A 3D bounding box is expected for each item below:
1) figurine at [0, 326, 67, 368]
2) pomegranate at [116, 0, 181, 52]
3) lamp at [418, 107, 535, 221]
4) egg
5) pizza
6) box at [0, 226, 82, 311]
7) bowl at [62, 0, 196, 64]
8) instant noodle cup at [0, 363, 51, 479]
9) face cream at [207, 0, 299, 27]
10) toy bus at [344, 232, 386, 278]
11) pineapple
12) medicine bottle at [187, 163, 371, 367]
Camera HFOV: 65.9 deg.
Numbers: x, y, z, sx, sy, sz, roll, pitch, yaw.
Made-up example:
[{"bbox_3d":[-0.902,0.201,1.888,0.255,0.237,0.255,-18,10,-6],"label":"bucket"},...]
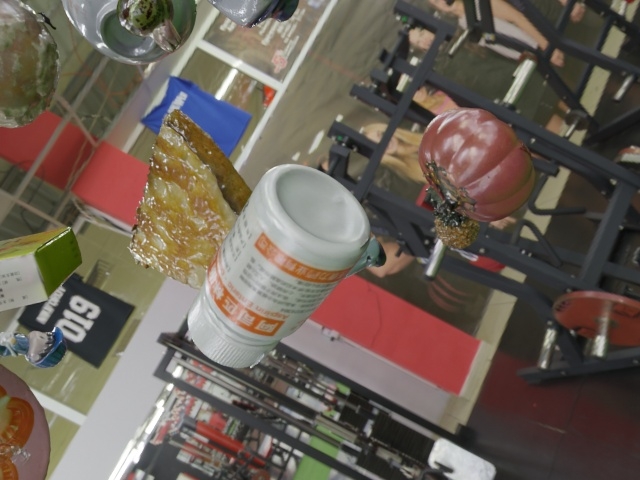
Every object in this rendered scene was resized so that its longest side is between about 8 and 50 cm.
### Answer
[{"bbox_3d":[-0.574,0.207,0.965,0.086,0.149,0.087,14,91,49],"label":"figurine"},{"bbox_3d":[-0.391,-0.530,1.157,0.126,0.163,0.138,-62,3,20],"label":"pomegranate"},{"bbox_3d":[0.217,-0.103,0.719,0.140,0.182,0.182,-40,0,-4],"label":"lamp"},{"bbox_3d":[-0.717,-0.402,1.078,0.279,0.310,0.279,-23,2,1],"label":"egg"},{"bbox_3d":[-0.271,-0.030,1.031,0.406,0.440,0.130,-9,24,39],"label":"pizza"},{"bbox_3d":[-0.449,0.052,0.601,0.175,0.260,0.062,-142,39,-73],"label":"box"},{"bbox_3d":[-0.501,-0.584,1.298,0.345,0.345,0.157,119,147,-44],"label":"bowl"},{"bbox_3d":[-0.496,0.284,0.586,0.231,0.243,0.243,-30,18,28],"label":"instant noodle cup"},{"bbox_3d":[-0.215,-0.472,0.751,0.234,0.420,0.137,-3,68,57],"label":"face cream"},{"bbox_3d":[0.000,0.000,1.175,0.194,0.232,0.287,-29,8,-20],"label":"toy bus"},{"bbox_3d":[0.354,-0.073,1.337,0.128,0.128,0.248,-63,-35,-16],"label":"pineapple"},{"bbox_3d":[-0.060,0.040,0.600,0.252,0.144,0.144,-53,7,39],"label":"medicine bottle"}]
